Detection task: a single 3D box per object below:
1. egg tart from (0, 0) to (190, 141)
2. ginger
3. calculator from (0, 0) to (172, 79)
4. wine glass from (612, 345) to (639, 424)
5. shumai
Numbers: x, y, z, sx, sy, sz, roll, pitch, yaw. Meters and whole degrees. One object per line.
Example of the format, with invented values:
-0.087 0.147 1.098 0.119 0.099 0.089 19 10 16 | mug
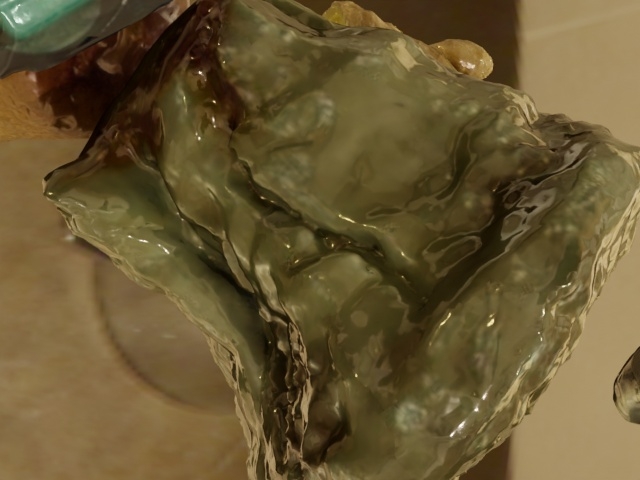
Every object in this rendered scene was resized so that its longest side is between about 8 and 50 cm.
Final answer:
-0.185 -0.153 1.363 0.202 0.147 0.203 -16 115 -37 | egg tart
0.091 -0.190 2.169 0.205 0.081 0.115 16 88 -9 | ginger
-0.115 -0.255 1.042 0.274 0.058 0.248 -34 115 -20 | calculator
0.175 0.108 0.598 0.111 0.111 0.204 -13 66 -26 | wine glass
0.000 0.000 1.225 0.323 0.397 0.324 40 77 0 | shumai
